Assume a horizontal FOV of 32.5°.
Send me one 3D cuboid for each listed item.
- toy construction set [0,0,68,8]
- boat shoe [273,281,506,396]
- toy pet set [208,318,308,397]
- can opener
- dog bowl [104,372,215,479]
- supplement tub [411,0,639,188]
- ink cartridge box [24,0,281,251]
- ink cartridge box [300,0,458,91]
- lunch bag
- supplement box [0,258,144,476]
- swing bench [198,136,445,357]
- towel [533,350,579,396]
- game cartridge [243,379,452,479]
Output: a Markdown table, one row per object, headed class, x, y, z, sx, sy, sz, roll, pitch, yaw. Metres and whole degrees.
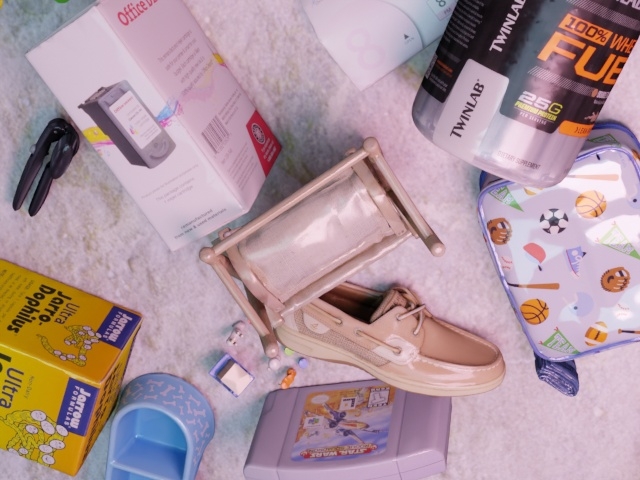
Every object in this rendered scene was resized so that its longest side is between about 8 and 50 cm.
| class | x | y | z | sx | sy | sz | roll | pitch | yaw |
| --- | --- | --- | --- | --- | --- | --- | --- | --- | --- |
| toy construction set | -0.326 | -0.419 | 1.307 | 0.215 | 0.151 | 0.328 | 4 | 142 | -35 |
| boat shoe | 0.101 | 0.128 | 1.555 | 0.341 | 0.122 | 0.110 | 13 | 120 | 6 |
| toy pet set | -0.104 | 0.186 | 1.676 | 0.122 | 0.065 | 0.114 | 44 | 82 | -15 |
| can opener | -0.401 | -0.103 | 1.576 | 0.059 | 0.073 | 0.186 | 32 | 128 | -15 |
| dog bowl | -0.268 | 0.358 | 1.764 | 0.166 | 0.074 | 0.297 | 15 | 114 | 8 |
| supplement tub | 0.258 | -0.249 | 1.262 | 0.207 | 0.207 | 0.338 | 23 | 110 | -1 |
| ink cartridge box | -0.200 | -0.173 | 1.401 | 0.131 | 0.226 | 0.306 | -29 | 106 | 23 |
| ink cartridge box | 0.056 | -0.330 | 1.365 | 0.189 | 0.066 | 0.232 | -33 | 111 | 25 |
| lunch bag | 0.354 | 0.009 | 1.448 | 0.243 | 0.115 | 0.303 | -19 | 111 | 18 |
| supplement box | -0.480 | 0.169 | 1.654 | 0.356 | 0.195 | 0.194 | 21 | 119 | 0 |
| swing bench | 0.000 | 0.000 | 1.407 | 0.253 | 0.255 | 0.165 | -33 | 95 | 2 |
| towel | 0.330 | 0.169 | 1.532 | 0.067 | 0.119 | 0.029 | 32 | 112 | -6 |
| game cartridge | 0.041 | 0.285 | 1.605 | 0.297 | 0.198 | 0.062 | -8 | 115 | 15 |
